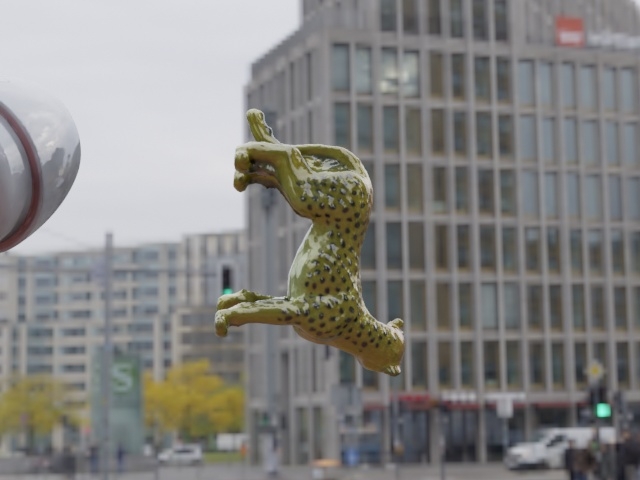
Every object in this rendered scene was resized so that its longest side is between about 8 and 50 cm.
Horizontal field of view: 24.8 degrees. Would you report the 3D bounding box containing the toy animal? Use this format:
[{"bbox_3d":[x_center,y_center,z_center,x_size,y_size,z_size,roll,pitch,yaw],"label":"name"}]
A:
[{"bbox_3d":[0.000,0.000,1.032,0.136,0.181,0.073,6,-8,-3],"label":"toy animal"}]

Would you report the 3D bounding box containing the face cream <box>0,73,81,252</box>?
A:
[{"bbox_3d":[-0.221,-0.051,0.950,0.117,0.117,0.104,-5,18,25],"label":"face cream"}]
